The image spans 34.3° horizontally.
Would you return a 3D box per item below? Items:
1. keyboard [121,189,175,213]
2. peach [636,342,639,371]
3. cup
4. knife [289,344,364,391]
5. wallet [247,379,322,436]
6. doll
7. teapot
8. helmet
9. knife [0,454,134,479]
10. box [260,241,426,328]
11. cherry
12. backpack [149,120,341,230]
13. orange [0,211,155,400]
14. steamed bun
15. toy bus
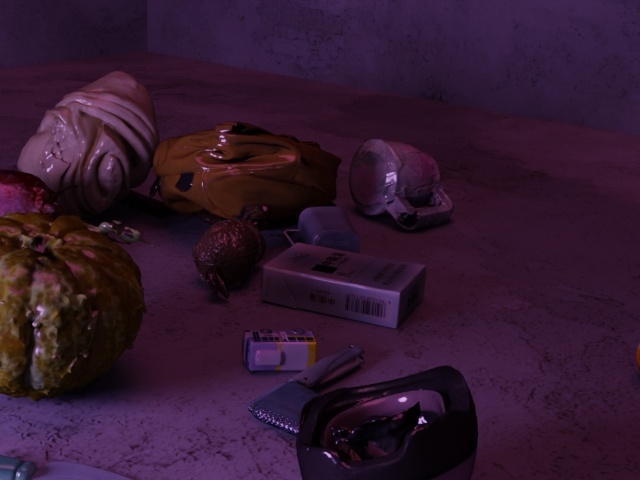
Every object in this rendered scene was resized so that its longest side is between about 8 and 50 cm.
[{"bbox_3d":[-0.376,-0.085,2.219,0.074,0.015,0.196,-14,25,-43],"label":"keyboard"},{"bbox_3d":[0.504,0.165,1.493,0.100,0.101,0.101,3,18,-1],"label":"peach"},{"bbox_3d":[0.000,0.000,1.897,0.128,0.095,0.129,-1,20,-12],"label":"cup"},{"bbox_3d":[0.014,0.182,1.459,0.044,0.023,0.162,19,23,28],"label":"knife"},{"bbox_3d":[-0.021,0.223,1.323,0.129,0.026,0.088,18,28,36],"label":"wallet"},{"bbox_3d":[-0.166,0.025,1.790,0.105,0.115,0.221,17,27,10],"label":"doll"},{"bbox_3d":[0.186,-0.127,2.211,0.178,0.163,0.221,-1,17,-36],"label":"teapot"},{"bbox_3d":[0.079,0.235,1.117,0.198,0.154,0.253,-14,-3,9],"label":"helmet"},{"bbox_3d":[-0.300,0.264,1.160,0.260,0.035,0.063,9,12,-1],"label":"knife"},{"bbox_3d":[0.039,0.071,1.734,0.243,0.067,0.155,11,18,21],"label":"box"},{"bbox_3d":[-0.562,-0.042,1.791,0.249,0.175,0.192,7,24,-3],"label":"cherry"},{"bbox_3d":[-0.136,-0.122,2.061,0.378,0.201,0.353,3,1,-26],"label":"backpack"},{"bbox_3d":[-0.377,0.094,1.358,0.300,0.223,0.301,8,24,1],"label":"orange"},{"bbox_3d":[-0.439,-0.169,2.084,0.203,0.276,0.289,43,67,14],"label":"steamed bun"},{"bbox_3d":[-0.059,0.158,1.477,0.102,0.052,0.058,1,17,-12],"label":"toy bus"}]
